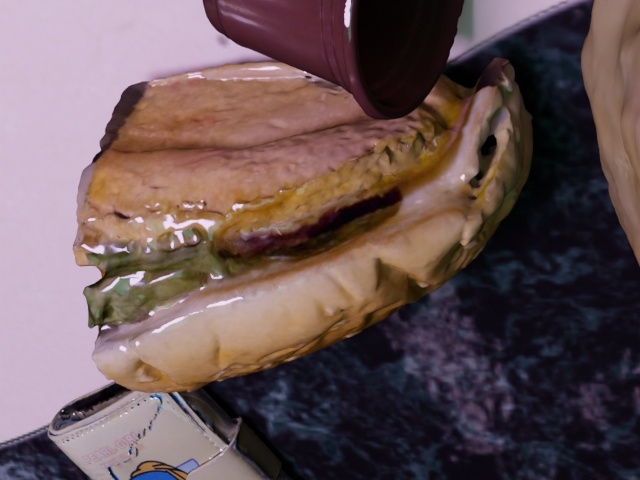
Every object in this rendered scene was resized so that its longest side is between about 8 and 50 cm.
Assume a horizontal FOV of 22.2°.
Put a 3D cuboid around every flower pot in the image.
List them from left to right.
[{"bbox_3d":[0.002,-0.113,0.711,0.089,0.111,0.111,14,131,26],"label":"flower pot"}]

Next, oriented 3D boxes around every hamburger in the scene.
[{"bbox_3d":[0.000,0.000,0.771,0.207,0.155,0.135,-6,130,13],"label":"hamburger"}]

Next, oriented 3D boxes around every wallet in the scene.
[{"bbox_3d":[-0.077,0.146,0.974,0.110,0.039,0.155,-28,115,35],"label":"wallet"}]

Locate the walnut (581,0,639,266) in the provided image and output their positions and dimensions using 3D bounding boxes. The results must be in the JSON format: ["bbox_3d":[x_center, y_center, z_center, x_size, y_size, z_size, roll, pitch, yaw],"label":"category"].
[{"bbox_3d":[0.233,-0.060,0.559,0.253,0.277,0.282,41,116,-6],"label":"walnut"}]
